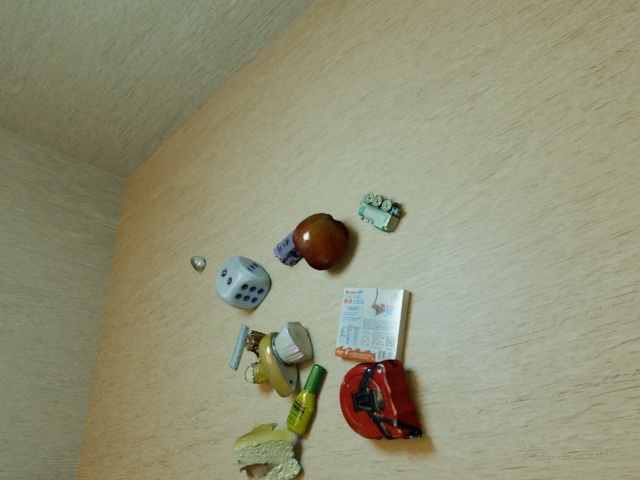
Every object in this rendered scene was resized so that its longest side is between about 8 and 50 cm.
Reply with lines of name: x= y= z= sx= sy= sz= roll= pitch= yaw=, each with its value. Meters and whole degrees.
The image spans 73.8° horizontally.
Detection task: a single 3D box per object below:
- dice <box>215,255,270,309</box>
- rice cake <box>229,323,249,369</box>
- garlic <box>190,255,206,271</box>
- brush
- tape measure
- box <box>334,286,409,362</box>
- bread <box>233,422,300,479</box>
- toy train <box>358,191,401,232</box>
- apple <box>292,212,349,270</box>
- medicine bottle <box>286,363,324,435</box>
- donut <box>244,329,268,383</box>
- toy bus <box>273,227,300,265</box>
dice: x=-0.371 y=0.200 z=2.029 sx=0.194 sy=0.193 sz=0.192 roll=-52 pitch=43 yaw=11
rice cake: x=-0.386 y=0.504 z=2.017 sx=0.043 sy=0.034 sz=0.211 roll=3 pitch=74 yaw=48
garlic: x=-0.731 y=0.128 z=2.506 sx=0.152 sy=0.066 sz=0.084 roll=32 pitch=97 yaw=45
brush: x=-0.125 y=0.470 z=1.692 sx=0.166 sy=0.174 sz=0.267 roll=-29 pitch=61 yaw=20
tape measure: x=0.179 y=0.519 z=1.374 sx=0.260 sy=0.114 sz=0.253 roll=-28 pitch=65 yaw=37
box: x=0.182 y=0.303 z=1.542 sx=0.273 sy=0.048 sz=0.265 roll=-4 pitch=71 yaw=44
bread: x=-0.202 y=0.804 z=1.634 sx=0.211 sy=0.223 sz=0.184 roll=159 pitch=98 yaw=-83
toy train: x=0.225 y=-0.115 z=1.674 sx=0.194 sy=0.080 sz=0.125 roll=30 pitch=98 yaw=46
apple: x=-0.002 y=-0.001 z=1.743 sx=0.234 sy=0.234 sz=0.234 roll=-20 pitch=58 yaw=37
medicine bottle: x=-0.052 y=0.600 z=1.625 sx=0.095 sy=0.064 sz=0.261 roll=18 pitch=84 yaw=47
donut: x=-0.259 y=0.506 z=1.823 sx=0.085 sy=0.141 sz=0.217 roll=-30 pitch=52 yaw=44
toy bus: x=-0.115 y=0.024 z=1.919 sx=0.199 sy=0.108 sz=0.096 roll=-40 pitch=48 yaw=25
